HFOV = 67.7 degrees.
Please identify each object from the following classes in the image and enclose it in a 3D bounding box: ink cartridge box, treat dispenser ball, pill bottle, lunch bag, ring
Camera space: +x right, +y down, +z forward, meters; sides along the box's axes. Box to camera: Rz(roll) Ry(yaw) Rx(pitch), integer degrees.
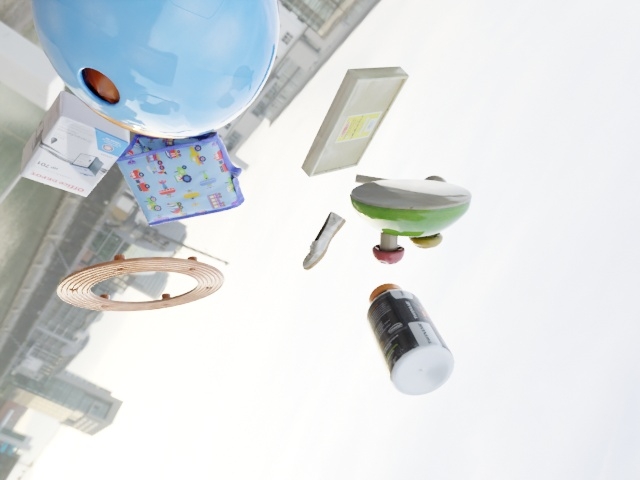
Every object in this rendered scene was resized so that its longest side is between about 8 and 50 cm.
[{"bbox_3d":[-0.506,-0.193,0.985,0.190,0.139,0.082,-38,-128,28],"label":"ink cartridge box"},{"bbox_3d":[-0.195,-0.274,0.595,0.288,0.288,0.288,-45,-157,25],"label":"treat dispenser ball"},{"bbox_3d":[0.172,0.190,0.996,0.130,0.130,0.246,-49,-154,16],"label":"pill bottle"},{"bbox_3d":[-0.352,-0.172,1.280,0.292,0.221,0.138,-3,-140,14],"label":"lunch bag"},{"bbox_3d":[-0.378,0.093,1.029,0.336,0.336,0.032,-34,-122,45],"label":"ring"}]

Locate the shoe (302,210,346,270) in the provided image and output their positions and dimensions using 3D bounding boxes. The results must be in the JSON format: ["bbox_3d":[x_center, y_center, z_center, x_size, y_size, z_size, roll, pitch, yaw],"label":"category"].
[{"bbox_3d":[0.000,0.000,1.521,0.219,0.058,0.076,-55,-161,-20],"label":"shoe"}]

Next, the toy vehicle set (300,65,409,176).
[{"bbox_3d":[0.073,-0.261,1.066,0.165,0.035,0.267,-19,152,-40],"label":"toy vehicle set"}]

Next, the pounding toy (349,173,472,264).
[{"bbox_3d":[0.138,-0.033,0.768,0.237,0.182,0.110,-78,168,-71],"label":"pounding toy"}]
